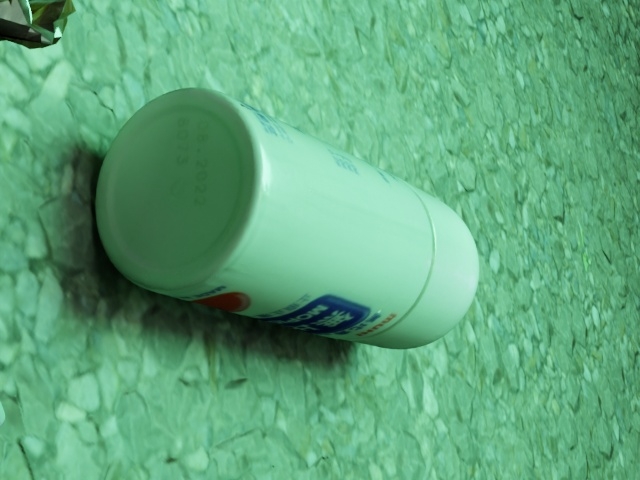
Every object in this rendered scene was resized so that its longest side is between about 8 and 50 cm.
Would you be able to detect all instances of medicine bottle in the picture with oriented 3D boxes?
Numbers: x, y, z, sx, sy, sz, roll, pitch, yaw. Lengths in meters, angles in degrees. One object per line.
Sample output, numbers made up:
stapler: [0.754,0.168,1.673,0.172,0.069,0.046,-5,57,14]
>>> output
medicine bottle: [0.000,0.000,0.946,0.341,0.130,0.130,19,61,-57]

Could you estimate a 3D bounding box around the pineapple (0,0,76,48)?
pineapple: [-0.239,-0.164,0.420,0.352,0.300,0.352,30,54,-53]

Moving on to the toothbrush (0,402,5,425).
toothbrush: [-0.229,-0.023,0.667,0.025,0.020,0.286,-45,117,-50]
